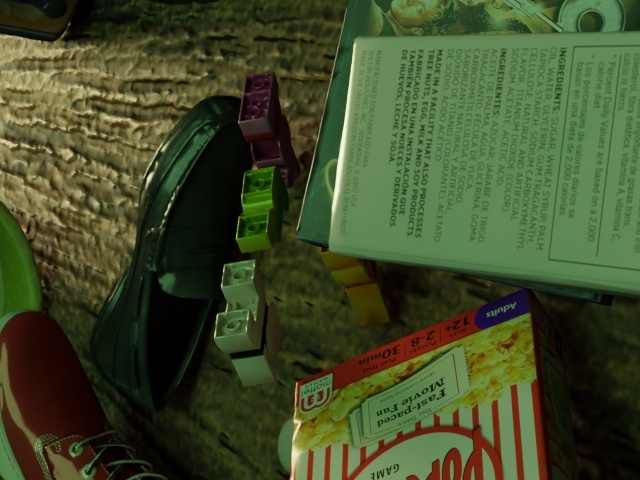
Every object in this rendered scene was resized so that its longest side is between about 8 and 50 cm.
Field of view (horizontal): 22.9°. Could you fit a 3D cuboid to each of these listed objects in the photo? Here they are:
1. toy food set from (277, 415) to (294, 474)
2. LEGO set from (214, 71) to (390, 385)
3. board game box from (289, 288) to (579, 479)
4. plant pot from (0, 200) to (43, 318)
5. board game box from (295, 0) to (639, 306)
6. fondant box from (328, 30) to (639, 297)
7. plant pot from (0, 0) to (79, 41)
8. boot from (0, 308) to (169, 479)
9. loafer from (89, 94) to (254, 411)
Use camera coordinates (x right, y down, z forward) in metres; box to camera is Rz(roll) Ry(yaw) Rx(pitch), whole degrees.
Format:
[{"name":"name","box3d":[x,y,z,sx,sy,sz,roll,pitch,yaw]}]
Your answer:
[{"name":"toy food set","box3d":[0.016,0.186,0.869,0.232,0.104,0.111,47,117,42]},{"name":"LEGO set","box3d":[0.000,0.000,0.937,0.087,0.093,0.227,-9,42,13]},{"name":"board game box","box3d":[0.055,0.127,0.787,0.146,0.045,0.193,-25,35,21]},{"name":"plant pot","box3d":[-0.394,0.032,1.271,0.254,0.276,0.276,30,106,59]},{"name":"board game box","box3d":[0.094,-0.101,0.816,0.165,0.042,0.243,11,88,19]},{"name":"fondant box","box3d":[0.200,-0.014,0.595,0.330,0.238,0.096,9,91,49]},{"name":"plant pot","box3d":[-0.279,-0.289,1.204,0.212,0.236,0.236,47,117,35]},{"name":"boot","box3d":[-0.127,0.149,1.028,0.176,0.088,0.244,-20,89,44]},{"name":"loafer","box3d":[-0.087,0.011,1.047,0.078,0.076,0.223,42,119,38]}]
